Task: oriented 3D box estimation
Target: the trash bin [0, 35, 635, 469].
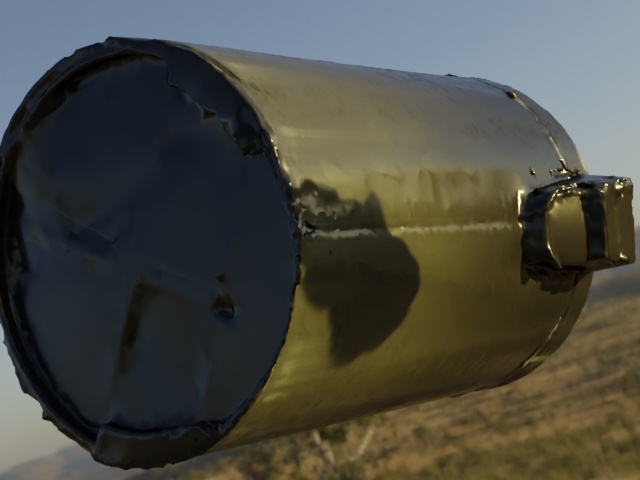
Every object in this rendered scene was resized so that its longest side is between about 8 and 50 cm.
[{"bbox_3d":[0.000,0.000,0.658,0.252,0.203,0.301,-2,1,37],"label":"trash bin"}]
